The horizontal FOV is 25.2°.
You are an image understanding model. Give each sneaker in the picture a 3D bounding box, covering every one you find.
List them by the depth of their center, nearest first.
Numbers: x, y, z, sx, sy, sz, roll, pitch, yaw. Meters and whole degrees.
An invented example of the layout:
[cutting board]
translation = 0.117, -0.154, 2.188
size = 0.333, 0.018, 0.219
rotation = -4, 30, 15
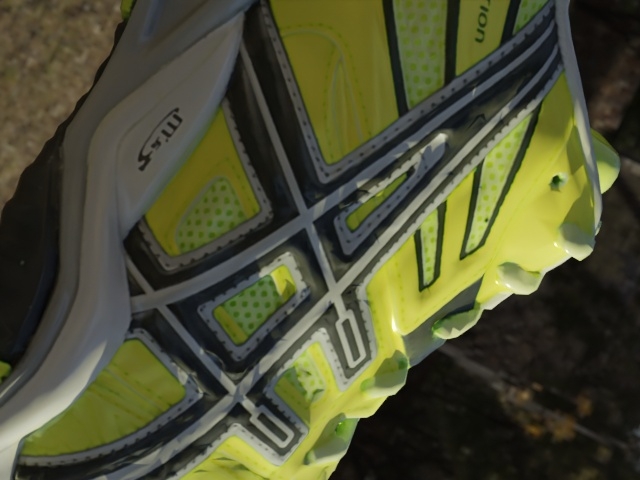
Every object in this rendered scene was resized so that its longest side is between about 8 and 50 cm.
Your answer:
[sneaker]
translation = 0.000, 0.000, 0.414
size = 0.145, 0.147, 0.384
rotation = -39, 151, -74
